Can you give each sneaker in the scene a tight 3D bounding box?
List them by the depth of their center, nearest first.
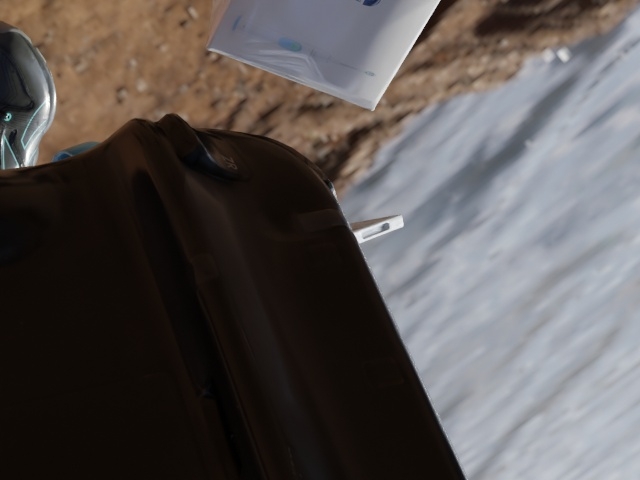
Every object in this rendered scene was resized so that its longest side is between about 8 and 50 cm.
[{"bbox_3d":[-0.333,-0.098,1.607,0.106,0.101,0.267,-57,159,-49],"label":"sneaker"}]

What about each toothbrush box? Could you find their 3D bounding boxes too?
[{"bbox_3d":[0.027,-0.268,1.048,0.126,0.295,0.216,18,132,-16],"label":"toothbrush box"}]

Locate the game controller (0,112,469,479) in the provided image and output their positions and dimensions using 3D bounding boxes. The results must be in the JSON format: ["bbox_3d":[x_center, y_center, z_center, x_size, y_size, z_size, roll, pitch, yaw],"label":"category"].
[{"bbox_3d":[-0.036,0.095,0.349,0.166,0.319,0.067,-18,140,-7],"label":"game controller"}]

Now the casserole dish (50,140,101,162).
[{"bbox_3d":[-0.168,-0.017,1.247,0.037,0.114,0.188,-41,177,-25],"label":"casserole dish"}]

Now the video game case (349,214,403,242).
[{"bbox_3d":[0.000,0.000,1.135,0.087,0.011,0.122,-10,-176,23],"label":"video game case"}]
